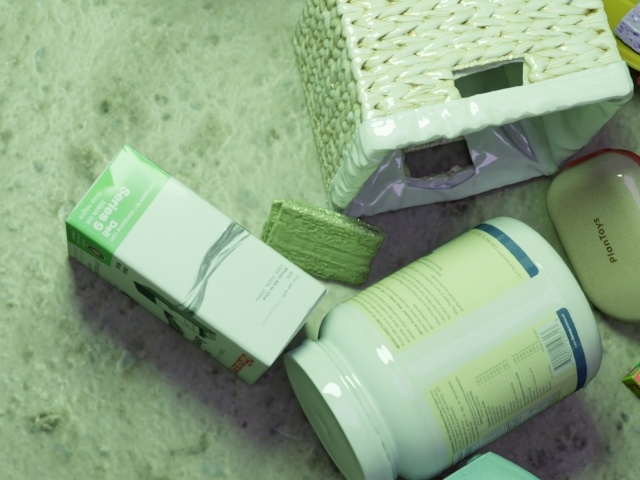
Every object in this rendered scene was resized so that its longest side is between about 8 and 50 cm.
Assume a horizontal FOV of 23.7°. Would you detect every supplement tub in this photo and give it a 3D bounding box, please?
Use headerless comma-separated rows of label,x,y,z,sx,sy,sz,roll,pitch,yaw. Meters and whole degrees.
supplement tub,0.143,0.141,1.821,0.325,0.235,0.235,-29,85,-12

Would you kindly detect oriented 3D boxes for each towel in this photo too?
towel,0.000,0.000,1.899,0.148,0.110,0.027,17,46,-4

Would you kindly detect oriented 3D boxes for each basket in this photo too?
basket,0.152,-0.210,1.843,0.328,0.331,0.266,-13,79,-11

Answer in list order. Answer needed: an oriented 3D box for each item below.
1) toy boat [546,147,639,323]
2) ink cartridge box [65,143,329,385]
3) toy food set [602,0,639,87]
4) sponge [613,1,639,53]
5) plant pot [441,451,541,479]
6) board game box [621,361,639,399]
toy boat,0.400,-0.012,1.949,0.151,0.151,0.231,-27,93,-48
ink cartridge box,-0.151,0.035,1.811,0.289,0.211,0.121,36,76,0
toy food set,0.411,-0.247,2.011,0.218,0.071,0.128,32,49,7
sponge,0.482,-0.292,2.004,0.117,0.031,0.210,39,50,11
plant pot,0.194,0.395,1.787,0.248,0.247,0.252,-29,77,-12
board game box,0.486,0.150,1.966,0.181,0.043,0.092,-42,87,-13
